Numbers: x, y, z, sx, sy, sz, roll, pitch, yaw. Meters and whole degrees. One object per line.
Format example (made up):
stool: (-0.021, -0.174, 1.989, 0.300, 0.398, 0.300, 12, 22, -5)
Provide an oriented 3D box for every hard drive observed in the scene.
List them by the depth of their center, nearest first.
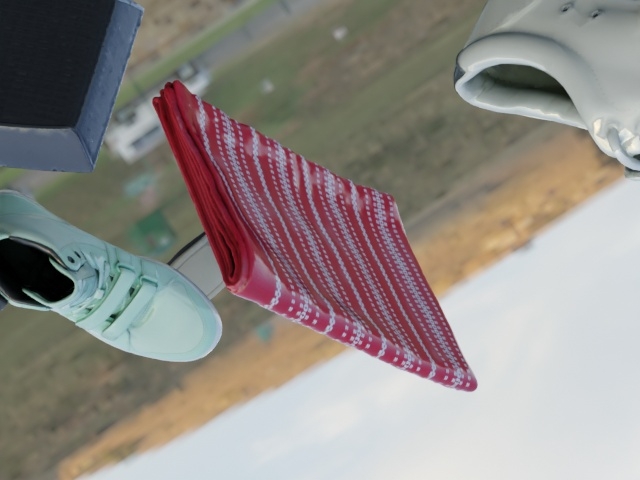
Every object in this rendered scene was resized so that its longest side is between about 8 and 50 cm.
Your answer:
hard drive: (-0.286, -0.151, 1.513, 0.054, 0.254, 0.172, 74, 29, -65)

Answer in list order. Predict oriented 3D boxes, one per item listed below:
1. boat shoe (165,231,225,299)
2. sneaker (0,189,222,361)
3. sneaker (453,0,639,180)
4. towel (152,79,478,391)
boat shoe: (-0.078, -0.006, 1.915, 0.206, 0.075, 0.065, -36, -168, -12)
sneaker: (-0.200, 0.056, 1.675, 0.094, 0.256, 0.151, -58, -164, 11)
sneaker: (0.167, -0.062, 0.823, 0.258, 0.094, 0.091, 22, -102, 47)
towel: (0.000, 0.000, 1.361, 0.031, 0.199, 0.275, -41, 140, 21)
